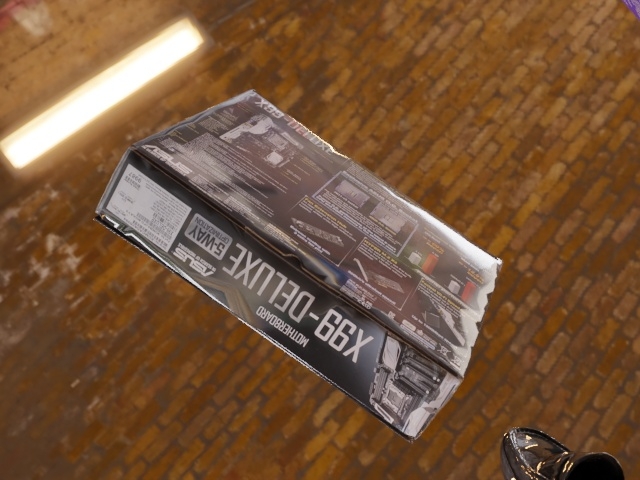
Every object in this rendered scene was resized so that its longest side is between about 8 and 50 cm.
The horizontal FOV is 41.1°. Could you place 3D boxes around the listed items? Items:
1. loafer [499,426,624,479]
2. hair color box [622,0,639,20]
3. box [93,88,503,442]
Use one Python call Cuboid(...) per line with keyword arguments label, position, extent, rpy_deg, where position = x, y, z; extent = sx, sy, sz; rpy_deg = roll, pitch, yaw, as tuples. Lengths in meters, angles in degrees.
Cuboid(label="loafer", position=(0.211, 0.198, 0.672), extent=(0.076, 0.078, 0.223), rpy_deg=(0, -165, -16))
Cuboid(label="hair color box", position=(0.243, -0.208, 0.473), extent=(0.185, 0.110, 0.338), rpy_deg=(-31, -142, 17))
Cuboid(label="box", position=(0.000, 0.000, 0.745), extent=(0.076, 0.307, 0.242), rpy_deg=(-57, 176, 27))
